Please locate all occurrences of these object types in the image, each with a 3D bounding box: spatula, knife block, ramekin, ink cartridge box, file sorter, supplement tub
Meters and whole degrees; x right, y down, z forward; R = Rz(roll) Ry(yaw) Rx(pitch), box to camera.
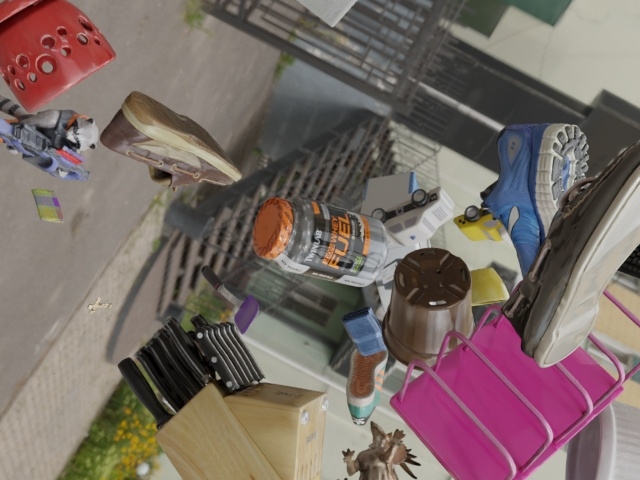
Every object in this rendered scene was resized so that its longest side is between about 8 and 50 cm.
[{"bbox_3d":[-0.238,0.135,1.798,0.296,0.030,0.084,38,-83,44],"label":"spatula"},{"bbox_3d":[-0.120,0.224,0.782,0.088,0.242,0.276,5,89,-70],"label":"knife block"},{"bbox_3d":[0.484,0.363,1.159,0.207,0.109,0.207,10,90,-81],"label":"ramekin"},{"bbox_3d":[0.200,0.019,1.760,0.223,0.129,0.307,-76,153,-56],"label":"ink cartridge box"},{"bbox_3d":[0.278,0.185,0.975,0.290,0.202,0.182,-32,153,-21],"label":"file sorter"},{"bbox_3d":[0.000,0.000,1.081,0.117,0.190,0.117,-30,-126,51],"label":"supplement tub"}]

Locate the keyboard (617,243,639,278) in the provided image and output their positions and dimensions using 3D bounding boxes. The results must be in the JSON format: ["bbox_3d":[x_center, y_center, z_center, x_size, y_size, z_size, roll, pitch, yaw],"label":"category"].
[{"bbox_3d":[0.710,-0.065,1.481,0.317,0.033,0.201,-55,-156,-3],"label":"keyboard"}]

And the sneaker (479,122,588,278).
[{"bbox_3d":[0.346,-0.047,1.142,0.130,0.147,0.330,-32,127,-29],"label":"sneaker"}]

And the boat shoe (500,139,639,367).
[{"bbox_3d":[0.264,0.013,0.749,0.112,0.095,0.335,-24,144,-23],"label":"boat shoe"}]

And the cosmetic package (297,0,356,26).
[{"bbox_3d":[0.017,-0.639,1.647,0.151,0.183,0.151,-31,-149,57],"label":"cosmetic package"}]

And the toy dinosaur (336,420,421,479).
[{"bbox_3d":[0.122,0.506,1.453,0.200,0.127,0.296,60,40,-50],"label":"toy dinosaur"}]

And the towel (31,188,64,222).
[{"bbox_3d":[-0.600,-0.076,1.550,0.009,0.083,0.060,-36,158,29],"label":"towel"}]

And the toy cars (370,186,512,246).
[{"bbox_3d":[0.283,-0.033,1.456,0.176,0.393,0.087,108,-25,-56],"label":"toy cars"}]

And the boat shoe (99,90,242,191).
[{"bbox_3d":[-0.274,-0.159,1.316,0.123,0.123,0.342,-43,158,10],"label":"boat shoe"}]

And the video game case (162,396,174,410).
[{"bbox_3d":[-0.184,0.199,0.970,0.122,0.011,0.087,72,21,-57],"label":"video game case"}]

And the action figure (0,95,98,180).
[{"bbox_3d":[-0.662,-0.262,1.588,0.341,0.330,0.178,67,32,-76],"label":"action figure"}]

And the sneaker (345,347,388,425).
[{"bbox_3d":[0.131,0.416,2.070,0.302,0.108,0.121,-58,152,-60],"label":"sneaker"}]

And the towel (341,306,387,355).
[{"bbox_3d":[0.092,0.188,1.445,0.067,0.119,0.029,-19,-142,13],"label":"towel"}]

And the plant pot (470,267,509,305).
[{"bbox_3d":[0.459,0.129,1.986,0.134,0.134,0.095,123,-39,-77],"label":"plant pot"}]

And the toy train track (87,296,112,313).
[{"bbox_3d":[-0.516,0.156,1.659,0.048,0.014,0.083,-58,162,8],"label":"toy train track"}]

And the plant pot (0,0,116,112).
[{"bbox_3d":[-0.485,-0.347,1.240,0.191,0.174,0.191,-26,-158,11],"label":"plant pot"}]

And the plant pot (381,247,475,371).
[{"bbox_3d":[0.185,0.110,1.188,0.165,0.167,0.167,83,28,-52],"label":"plant pot"}]
